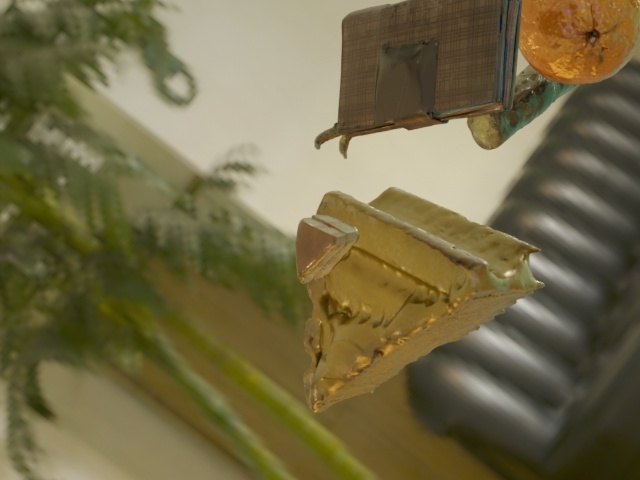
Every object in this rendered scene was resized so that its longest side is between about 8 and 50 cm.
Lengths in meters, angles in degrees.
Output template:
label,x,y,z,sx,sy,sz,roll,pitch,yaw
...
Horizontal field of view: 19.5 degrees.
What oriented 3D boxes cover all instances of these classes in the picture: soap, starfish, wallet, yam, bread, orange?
label,x,y,z,sx,sy,sz,roll,pitch,yaw
soap,0.123,0.119,2.314,0.339,0.169,0.304,28,119,53
starfish,0.069,-0.174,2.079,0.208,0.053,0.176,-55,0,25
wallet,0.092,-0.162,1.655,0.230,0.042,0.124,-6,75,52
yam,0.262,-0.187,2.133,0.253,0.061,0.061,-38,-7,-32
bread,0.000,0.000,2.078,0.043,0.062,0.109,-10,-25,-31
orange,0.257,-0.216,1.850,0.135,0.136,0.117,-52,23,36
